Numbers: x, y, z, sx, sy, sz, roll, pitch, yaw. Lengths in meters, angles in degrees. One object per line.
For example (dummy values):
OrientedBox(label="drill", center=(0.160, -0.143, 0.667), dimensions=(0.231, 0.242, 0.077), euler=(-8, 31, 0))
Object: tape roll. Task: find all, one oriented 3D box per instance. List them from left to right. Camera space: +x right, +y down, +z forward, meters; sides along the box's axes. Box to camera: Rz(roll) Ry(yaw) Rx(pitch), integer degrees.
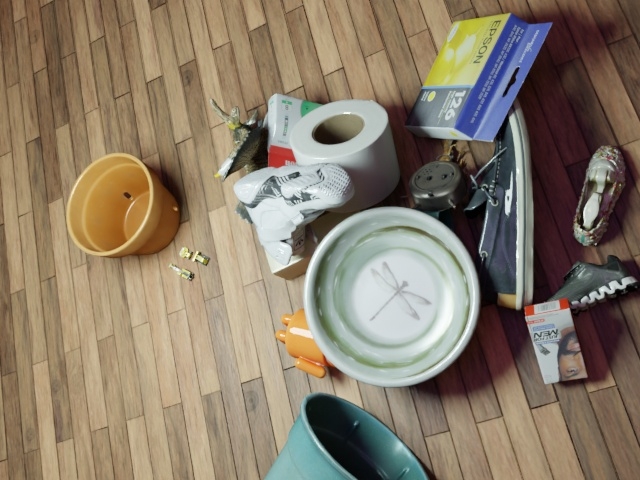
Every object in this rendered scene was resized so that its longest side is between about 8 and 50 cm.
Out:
OrientedBox(label="tape roll", center=(0.062, -0.208, 1.725), dimensions=(0.246, 0.169, 0.246), euler=(-11, 40, 9))

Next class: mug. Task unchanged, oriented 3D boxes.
OrientedBox(label="mug", center=(0.255, -0.030, 1.679), dimensions=(0.097, 0.129, 0.158), euler=(-6, 38, 26))

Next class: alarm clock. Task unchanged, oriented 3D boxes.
OrientedBox(label="alarm clock", center=(0.274, -0.143, 1.641), dimensions=(0.129, 0.064, 0.192), euler=(-5, 41, 25))

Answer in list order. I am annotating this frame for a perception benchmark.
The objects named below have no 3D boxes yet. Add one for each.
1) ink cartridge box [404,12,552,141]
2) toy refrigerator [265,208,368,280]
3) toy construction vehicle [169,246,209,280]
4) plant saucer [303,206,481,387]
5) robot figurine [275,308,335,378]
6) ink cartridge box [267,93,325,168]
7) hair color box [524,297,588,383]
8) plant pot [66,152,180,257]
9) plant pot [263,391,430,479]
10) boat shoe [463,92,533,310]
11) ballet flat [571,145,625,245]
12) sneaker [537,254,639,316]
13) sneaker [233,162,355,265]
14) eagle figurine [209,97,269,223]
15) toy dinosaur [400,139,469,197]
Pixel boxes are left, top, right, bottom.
OrientedBox(label="ink cartridge box", center=(0.357, -0.385, 1.665), dimensions=(0.304, 0.072, 0.307), euler=(-63, 25, -3))
OrientedBox(label="toy refrigerator", center=(0.000, 0.000, 1.793), dimensions=(0.269, 0.102, 0.094), euler=(-25, 68, 17))
OrientedBox(label="toy construction vehicle", center=(-0.372, 0.063, 1.978), dimensions=(0.098, 0.035, 0.086), euler=(29, 89, 27))
OrientedBox(label="plant saucer", center=(0.163, 0.127, 1.597), dimensions=(0.400, 0.100, 0.401), euler=(-2, 84, 18))
OrientedBox(label="robot figurine", center=(0.002, 0.240, 1.716), dimensions=(0.219, 0.158, 0.128), euler=(9, 121, 26))
OrientedBox(label="ink cartridge box", center=(-0.048, -0.257, 1.842), dimensions=(0.056, 0.181, 0.225), euler=(-27, 59, 57))
OrientedBox(label="hair color box", center=(0.500, 0.214, 1.495), dimensions=(0.093, 0.053, 0.167), euler=(-15, 108, 20))
OrientedBox(label="plant pot", center=(-0.536, -0.077, 1.994), dimensions=(0.290, 0.203, 0.291), euler=(-6, 74, 22))
OrientedBox(label="plant pot", center=(0.008, 0.569, 1.536), dimensions=(0.341, 0.341, 0.334), euler=(42, 104, 27))
OrientedBox(label="boat shoe", center=(0.402, -0.094, 1.596), dimensions=(0.156, 0.187, 0.500), euler=(0, 82, 18))
OrientedBox(label="ballet flat", center=(0.618, -0.106, 1.559), dimensions=(0.091, 0.077, 0.241), euler=(11, 81, 27))
OrientedBox(label="sneaker", center=(0.560, 0.102, 1.535), dimensions=(0.234, 0.078, 0.106), euler=(-24, 63, 15))
OrientedBox(label="sneaker", center=(-0.040, -0.059, 1.630), dimensions=(0.366, 0.210, 0.137), euler=(5, 33, 47))
OrientedBox(label="eagle figurine", center=(-0.189, -0.215, 1.867), dimensions=(0.225, 0.226, 0.298), euler=(-62, 35, 29))
OrientedBox(label="toy dinosaur", center=(0.301, -0.169, 1.735), dimensions=(0.112, 0.064, 0.211), euler=(19, 75, 39))
